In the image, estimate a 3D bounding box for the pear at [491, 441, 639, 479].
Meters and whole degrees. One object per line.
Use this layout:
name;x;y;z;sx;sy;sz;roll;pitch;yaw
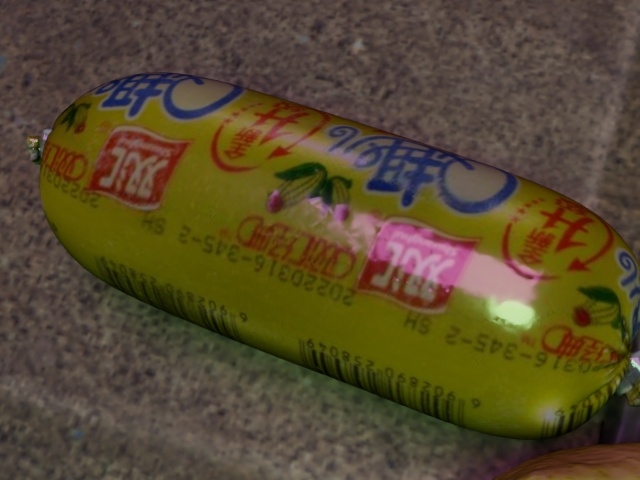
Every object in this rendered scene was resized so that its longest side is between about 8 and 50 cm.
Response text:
pear;0.119;0.158;0.442;0.177;0.178;0.178;-4;65;9

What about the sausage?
sausage;0.000;0.000;0.561;0.347;0.123;0.123;20;70;18
